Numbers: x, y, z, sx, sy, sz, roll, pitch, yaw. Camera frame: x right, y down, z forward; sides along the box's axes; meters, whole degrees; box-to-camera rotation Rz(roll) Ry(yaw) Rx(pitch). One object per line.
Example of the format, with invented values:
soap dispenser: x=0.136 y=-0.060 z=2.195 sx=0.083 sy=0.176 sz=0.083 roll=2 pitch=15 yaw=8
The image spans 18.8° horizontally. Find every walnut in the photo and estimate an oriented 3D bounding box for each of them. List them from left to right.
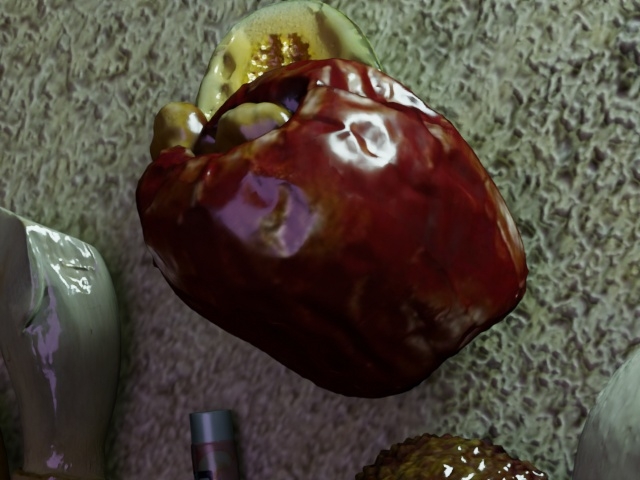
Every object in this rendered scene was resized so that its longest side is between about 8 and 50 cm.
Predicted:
walnut: x=0.000 y=0.000 z=1.396 sx=0.244 sy=0.269 sz=0.221 roll=-7 pitch=42 yaw=49

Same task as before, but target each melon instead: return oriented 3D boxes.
melon: x=-0.016 y=-0.120 z=1.495 sx=0.160 sy=0.079 sz=0.128 roll=-20 pitch=64 yaw=20

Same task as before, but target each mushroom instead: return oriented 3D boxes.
mushroom: x=-0.211 y=0.088 z=1.550 sx=0.108 sy=0.096 sz=0.247 roll=-9 pitch=88 yaw=-3

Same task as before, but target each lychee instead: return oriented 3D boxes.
lychee: x=0.083 y=0.230 z=1.379 sx=0.188 sy=0.188 sz=0.188 roll=-1 pitch=88 yaw=21

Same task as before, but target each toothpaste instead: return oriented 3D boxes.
toothpaste: x=-0.076 y=0.237 z=1.523 sx=0.056 sy=0.036 sz=0.205 roll=-13 pitch=82 yaw=60

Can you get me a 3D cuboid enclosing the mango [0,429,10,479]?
mango: x=-0.305 y=0.219 z=1.561 sx=0.109 sy=0.147 sz=0.227 roll=2 pitch=73 yaw=-7

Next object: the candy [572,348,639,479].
candy: x=0.298 y=0.180 z=1.304 sx=0.295 sy=0.185 sz=0.295 roll=0 pitch=90 yaw=15
